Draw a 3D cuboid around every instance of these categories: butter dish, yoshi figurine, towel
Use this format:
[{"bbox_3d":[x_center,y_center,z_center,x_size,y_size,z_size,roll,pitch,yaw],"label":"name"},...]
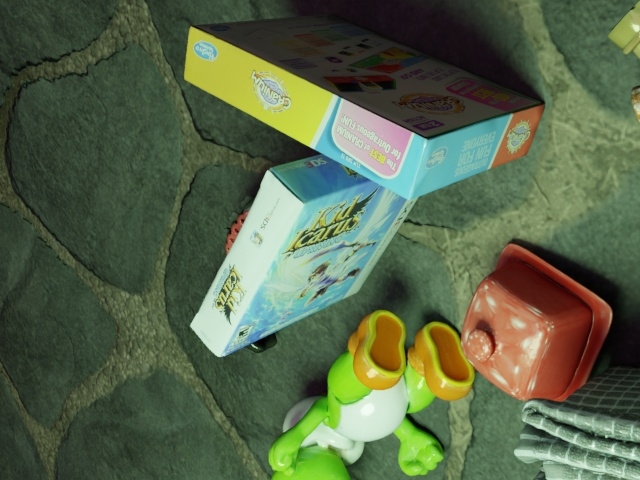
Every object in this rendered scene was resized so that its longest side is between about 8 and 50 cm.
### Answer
[{"bbox_3d":[0.212,0.106,0.920,0.160,0.118,0.159,40,127,43],"label":"butter dish"},{"bbox_3d":[0.039,0.260,1.086,0.203,0.203,0.362,47,132,11],"label":"yoshi figurine"},{"bbox_3d":[0.346,0.192,0.771,0.284,0.235,0.121,2,101,39],"label":"towel"}]

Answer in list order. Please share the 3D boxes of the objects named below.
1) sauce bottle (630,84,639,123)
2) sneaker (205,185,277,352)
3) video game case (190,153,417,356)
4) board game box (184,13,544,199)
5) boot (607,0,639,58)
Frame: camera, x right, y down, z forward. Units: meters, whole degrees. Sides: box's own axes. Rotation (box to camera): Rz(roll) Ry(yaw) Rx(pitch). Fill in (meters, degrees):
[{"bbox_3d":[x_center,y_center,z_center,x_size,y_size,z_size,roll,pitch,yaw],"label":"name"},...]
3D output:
[{"bbox_3d":[0.360,-0.142,0.779,0.128,0.042,0.042,-11,96,33],"label":"sauce bottle"},{"bbox_3d":[-0.080,0.051,1.181,0.135,0.098,0.276,39,127,26],"label":"sneaker"},{"bbox_3d":[0.000,0.000,0.980,0.061,0.269,0.244,44,128,21],"label":"video game case"},{"bbox_3d":[0.046,-0.163,0.909,0.316,0.242,0.064,32,123,30],"label":"board game box"},{"bbox_3d":[0.414,-0.164,0.694,0.269,0.089,0.236,42,98,5],"label":"boot"}]
